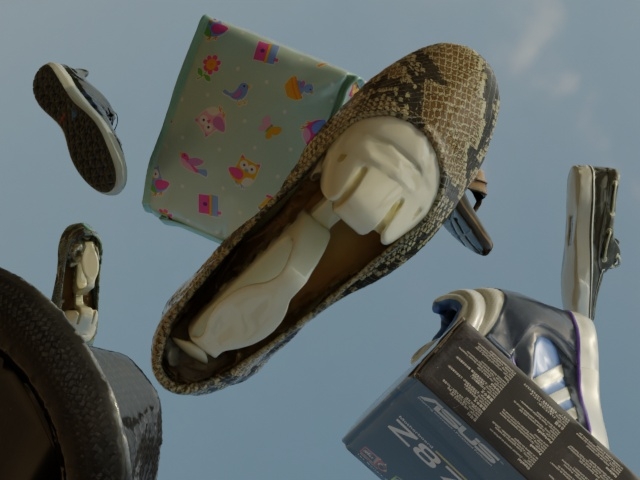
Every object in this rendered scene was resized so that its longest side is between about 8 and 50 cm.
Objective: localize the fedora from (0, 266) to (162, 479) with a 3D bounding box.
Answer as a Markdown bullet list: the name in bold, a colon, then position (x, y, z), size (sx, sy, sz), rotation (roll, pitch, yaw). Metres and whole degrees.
- **fedora**: position (-0.213, 0.166, 1.228), size (0.334, 0.152, 0.334), rotation (3, -85, 34)

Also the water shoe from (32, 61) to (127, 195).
- **water shoe**: position (-0.274, -0.143, 2.238), size (0.073, 0.080, 0.203), rotation (-50, -118, 34)

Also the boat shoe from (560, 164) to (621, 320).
- **boat shoe**: position (0.355, 0.012, 2.365), size (0.078, 0.070, 0.219), rotation (-170, -97, -81)

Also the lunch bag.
- **lunch bag**: position (-0.081, -0.114, 2.248), size (0.160, 0.223, 0.262), rotation (-5, 117, -77)

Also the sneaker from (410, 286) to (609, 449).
- **sneaker**: position (0.211, 0.207, 2.179), size (0.130, 0.236, 0.323), rotation (128, -30, -56)

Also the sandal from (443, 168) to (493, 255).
- **sandal**: position (0.143, -0.076, 1.992), size (0.060, 0.219, 0.090), rotation (-33, -158, -12)

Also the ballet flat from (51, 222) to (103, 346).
- **ballet flat**: position (-0.310, 0.071, 2.347), size (0.070, 0.070, 0.188), rotation (5, -85, 59)

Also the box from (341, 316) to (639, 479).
- **box**: position (0.226, 0.280, 1.925), size (0.097, 0.395, 0.318), rotation (-46, 177, -24)

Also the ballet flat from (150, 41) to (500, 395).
- **ballet flat**: position (0.000, 0.000, 1.882), size (0.483, 0.164, 0.182), rotation (-44, -177, 18)
